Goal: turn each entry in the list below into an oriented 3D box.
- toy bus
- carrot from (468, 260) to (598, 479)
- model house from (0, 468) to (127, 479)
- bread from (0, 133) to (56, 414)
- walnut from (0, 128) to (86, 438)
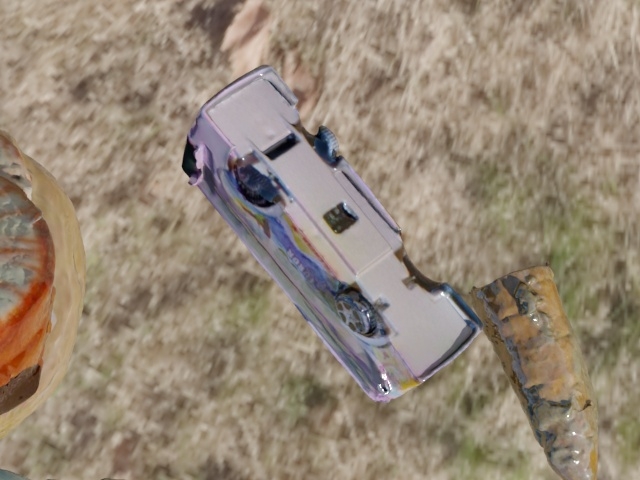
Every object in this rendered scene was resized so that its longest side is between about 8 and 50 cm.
[{"bbox_3d":[0.000,0.000,1.229,0.274,0.090,0.112,51,150,3],"label":"toy bus"},{"bbox_3d":[0.245,0.158,1.673,0.102,0.102,0.263,-24,76,23],"label":"carrot"},{"bbox_3d":[-0.310,0.269,1.167,0.325,0.194,0.267,16,137,6],"label":"model house"},{"bbox_3d":[-0.364,0.019,1.239,0.295,0.327,0.114,-1,132,-19],"label":"bread"},{"bbox_3d":[-0.389,0.036,1.584,0.306,0.344,0.306,14,160,5],"label":"walnut"}]
